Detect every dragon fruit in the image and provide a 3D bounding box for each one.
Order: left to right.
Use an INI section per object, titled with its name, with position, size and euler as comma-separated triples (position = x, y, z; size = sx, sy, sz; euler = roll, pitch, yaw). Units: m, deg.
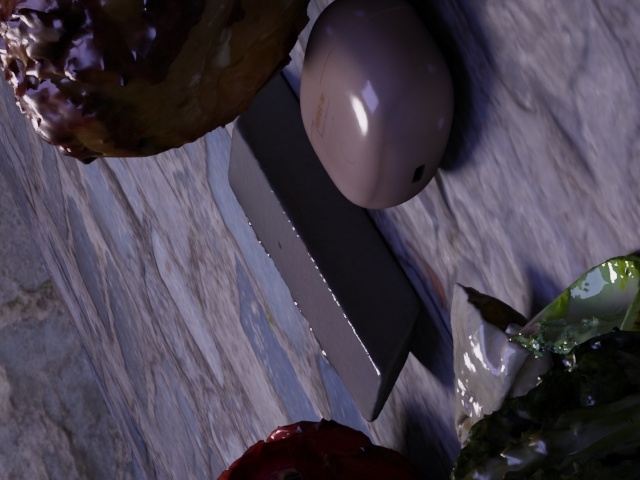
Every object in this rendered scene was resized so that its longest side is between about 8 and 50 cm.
[dragon fruit]
position = -0.001, 0.335, 1.807
size = 0.295, 0.295, 0.301
euler = 46, 166, 50

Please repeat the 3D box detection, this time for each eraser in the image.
[eraser]
position = 0.001, 0.000, 1.728
size = 0.352, 0.077, 0.111
euler = 60, 159, 25

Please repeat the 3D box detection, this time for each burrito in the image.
[burrito]
position = 0.163, 0.208, 1.491
size = 0.117, 0.076, 0.392
euler = 45, 152, 49

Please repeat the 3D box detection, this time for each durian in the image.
[durian]
position = 0.192, 0.066, 1.179
size = 0.086, 0.100, 0.215
euler = 66, 170, -8

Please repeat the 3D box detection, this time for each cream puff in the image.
[cream puff]
position = -0.126, -0.228, 1.347
size = 0.229, 0.350, 0.350
euler = 34, 154, 12

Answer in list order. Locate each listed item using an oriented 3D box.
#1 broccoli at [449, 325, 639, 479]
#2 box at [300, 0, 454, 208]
[broccoli]
position = 0.233, 0.152, 0.920
size = 0.283, 0.304, 0.321
euler = -60, 13, 16
[box]
position = 0.043, -0.110, 1.430
size = 0.146, 0.088, 0.200
euler = 61, 161, 22
